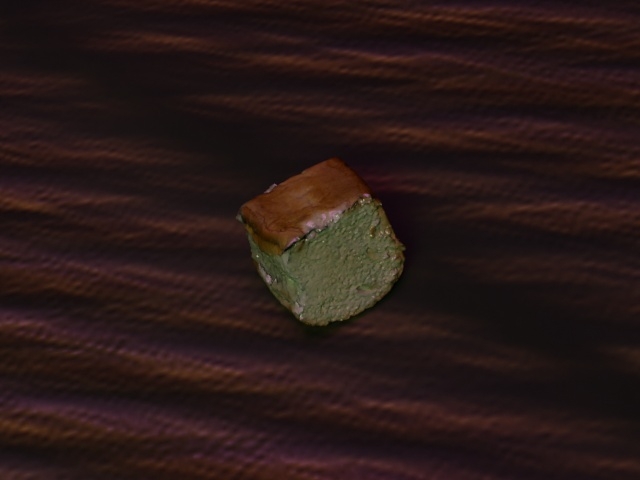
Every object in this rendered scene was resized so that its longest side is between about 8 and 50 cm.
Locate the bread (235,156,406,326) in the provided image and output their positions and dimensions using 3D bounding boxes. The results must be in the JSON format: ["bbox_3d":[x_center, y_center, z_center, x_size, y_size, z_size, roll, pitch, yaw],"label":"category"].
[{"bbox_3d":[0.000,0.001,1.098,0.083,0.077,0.070,-29,36,-12],"label":"bread"}]
